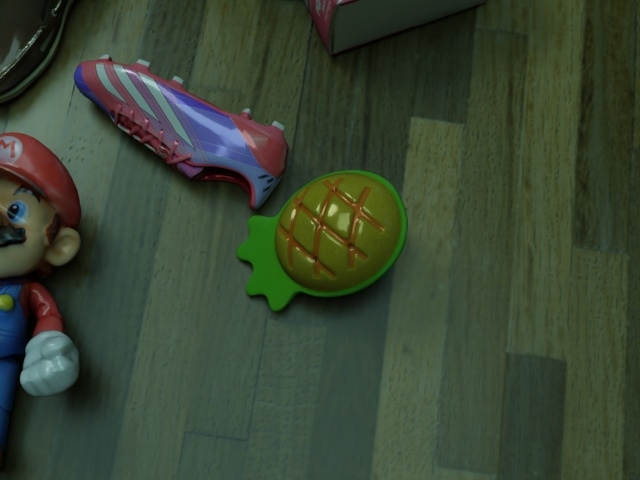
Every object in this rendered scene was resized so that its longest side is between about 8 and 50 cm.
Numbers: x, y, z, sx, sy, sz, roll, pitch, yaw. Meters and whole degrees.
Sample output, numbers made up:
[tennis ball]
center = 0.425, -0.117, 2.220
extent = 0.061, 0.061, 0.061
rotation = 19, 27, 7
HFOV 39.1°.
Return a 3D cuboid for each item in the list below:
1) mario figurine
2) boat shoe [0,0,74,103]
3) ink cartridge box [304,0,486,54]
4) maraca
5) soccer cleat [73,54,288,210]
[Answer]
[mario figurine]
center = -0.325, 0.049, 0.832
extent = 0.198, 0.170, 0.320
rotation = 19, 78, -33
[boat shoe]
center = -0.317, -0.271, 0.976
extent = 0.095, 0.095, 0.257
rotation = 23, 73, 4
[ink cartridge box]
center = 0.051, -0.381, 1.017
extent = 0.207, 0.117, 0.283
rotation = -21, 75, -8
[maraca]
center = 0.000, 0.000, 0.910
extent = 0.185, 0.099, 0.127
rotation = -23, 67, 17
[soccer cleat]
center = -0.154, -0.116, 0.947
extent = 0.248, 0.083, 0.095
rotation = 22, 77, 1
